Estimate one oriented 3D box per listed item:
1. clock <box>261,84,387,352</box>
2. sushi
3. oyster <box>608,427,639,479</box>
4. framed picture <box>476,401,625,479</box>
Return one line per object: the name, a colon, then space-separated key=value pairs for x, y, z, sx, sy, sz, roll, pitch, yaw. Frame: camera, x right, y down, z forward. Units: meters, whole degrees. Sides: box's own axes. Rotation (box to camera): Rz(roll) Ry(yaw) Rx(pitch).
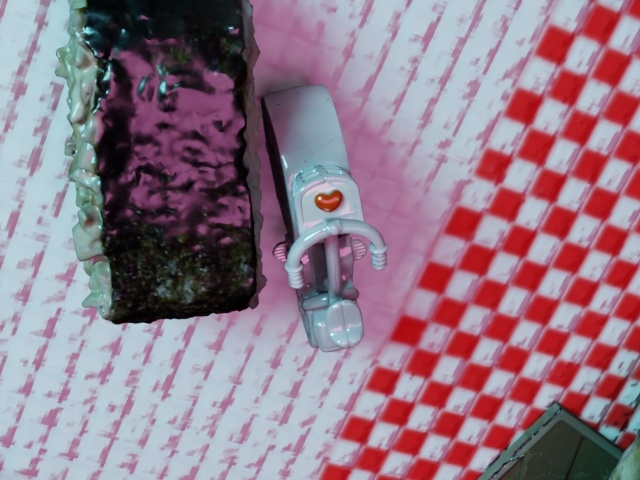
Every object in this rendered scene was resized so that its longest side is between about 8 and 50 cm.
clock: x=0.000 y=0.000 z=0.466 sx=0.041 sy=0.087 sz=0.129 roll=-12 pitch=127 yaw=-7
sushi: x=-0.062 y=-0.037 z=0.428 sx=0.078 sy=0.090 sz=0.150 roll=-2 pitch=119 yaw=-7
oyster: x=0.225 y=0.138 z=0.575 sx=0.268 sy=0.112 sz=0.198 roll=-26 pitch=137 yaw=-14
framed picture: x=0.118 y=0.168 z=0.619 sx=0.109 sy=0.011 sz=0.149 roll=36 pitch=104 yaw=-27
